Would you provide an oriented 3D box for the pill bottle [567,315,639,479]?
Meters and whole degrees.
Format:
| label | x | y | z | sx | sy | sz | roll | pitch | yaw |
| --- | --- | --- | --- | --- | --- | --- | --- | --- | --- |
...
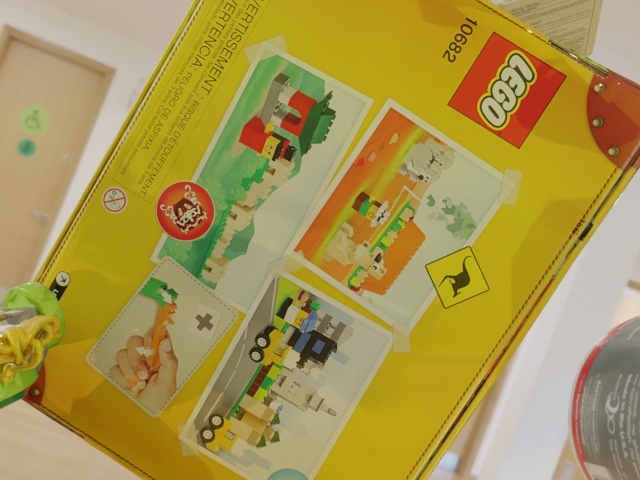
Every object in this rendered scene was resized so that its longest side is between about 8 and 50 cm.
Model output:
| label | x | y | z | sx | sy | sz | roll | pitch | yaw |
| --- | --- | --- | --- | --- | --- | --- | --- | --- | --- |
| pill bottle | 0.269 | 0.110 | 0.484 | 0.161 | 0.161 | 0.283 | 21 | -11 | -2 |

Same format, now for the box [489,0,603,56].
| label | x | y | z | sx | sy | sz | roll | pitch | yaw |
| --- | --- | --- | --- | --- | --- | --- | --- | --- | --- |
| box | 0.309 | -0.349 | 1.212 | 0.149 | 0.126 | 0.232 | -16 | -19 | 7 |

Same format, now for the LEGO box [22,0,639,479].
| label | x | y | z | sx | sy | sz | roll | pitch | yaw |
| --- | --- | --- | --- | --- | --- | --- | --- | --- | --- |
| LEGO box | 0.000 | 0.000 | 0.772 | 0.373 | 0.500 | 0.193 | 33 | 8 | 3 |

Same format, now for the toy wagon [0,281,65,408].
| label | x | y | z | sx | sy | sz | roll | pitch | yaw |
| --- | --- | --- | --- | --- | --- | --- | --- | --- | --- |
| toy wagon | -0.304 | 0.099 | 0.576 | 0.345 | 0.068 | 0.267 | -7 | 11 | 35 |
